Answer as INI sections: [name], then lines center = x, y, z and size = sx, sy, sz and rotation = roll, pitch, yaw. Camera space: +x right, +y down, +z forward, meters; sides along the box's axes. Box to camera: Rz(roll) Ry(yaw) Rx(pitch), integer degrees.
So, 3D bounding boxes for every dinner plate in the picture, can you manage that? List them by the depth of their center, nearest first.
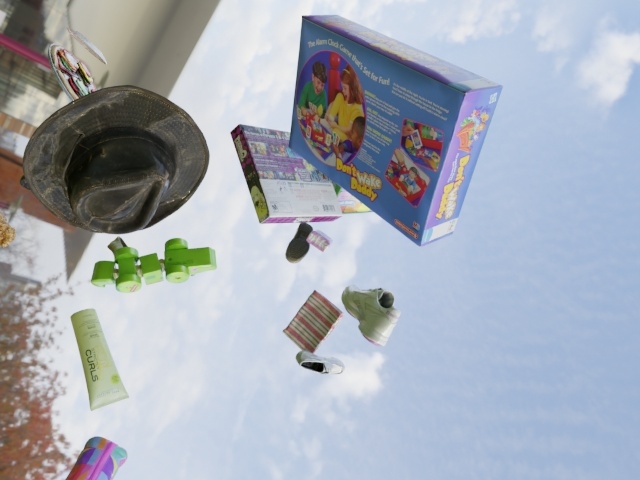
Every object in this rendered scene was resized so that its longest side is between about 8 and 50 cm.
[dinner plate]
center = -0.695, -0.584, 1.488
size = 0.017, 0.141, 0.141
rotation = -52, -143, -6

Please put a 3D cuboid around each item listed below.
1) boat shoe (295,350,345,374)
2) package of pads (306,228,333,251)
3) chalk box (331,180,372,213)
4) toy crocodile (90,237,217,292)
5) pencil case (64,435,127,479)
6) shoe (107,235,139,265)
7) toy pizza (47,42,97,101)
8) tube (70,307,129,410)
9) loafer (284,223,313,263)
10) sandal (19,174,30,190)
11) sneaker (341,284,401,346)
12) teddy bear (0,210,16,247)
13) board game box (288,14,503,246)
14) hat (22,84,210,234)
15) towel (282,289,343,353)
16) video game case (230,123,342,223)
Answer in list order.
[boat shoe]
center = 0.005, 0.419, 1.662
size = 0.066, 0.184, 0.063
rotation = -56, -156, 14
[package of pads]
center = 0.000, 0.000, 1.121
size = 0.032, 0.050, 0.083
rotation = -53, 176, 7
[chalk box]
center = 0.094, -0.182, 1.255
size = 0.179, 0.180, 0.289
rotation = -60, -139, 47
[toy crocodile]
center = -0.459, 0.077, 1.381
size = 0.105, 0.340, 0.115
rotation = 102, -26, -57
[pencil case]
center = -0.465, 0.495, 0.967
size = 0.104, 0.104, 0.236
rotation = -50, -166, 19
[shoe]
center = -0.719, 0.046, 1.828
size = 0.219, 0.076, 0.058
rotation = 31, -101, 41
[toy pizza]
center = -0.600, -0.398, 1.244
size = 0.032, 0.201, 0.201
rotation = -24, -134, 3
[tube]
center = -0.546, 0.286, 1.217
size = 0.070, 0.062, 0.240
rotation = -22, -105, -5
[loafer]
center = -0.055, 0.013, 1.291
size = 0.050, 0.056, 0.148
rotation = -63, -179, 41
[sandal]
center = -0.551, -0.101, 1.075
size = 0.067, 0.179, 0.040
rotation = -20, -127, 28
[sneaker]
center = 0.164, 0.200, 1.545
size = 0.152, 0.114, 0.305
rotation = -57, -154, 9
[teddy bear]
center = -0.915, 0.039, 1.186
size = 0.113, 0.337, 0.245
rotation = 138, -70, -83
[board game box]
center = 0.086, -0.184, 0.776
size = 0.347, 0.078, 0.234
rotation = 43, -43, 37
[hat]
center = -0.358, -0.105, 0.901
size = 0.331, 0.331, 0.134
rotation = -49, -139, 20
[towel]
center = -0.028, 0.290, 1.748
size = 0.144, 0.029, 0.197
rotation = 37, -91, 21
[video game case]
center = -0.067, -0.139, 1.073
size = 0.041, 0.232, 0.210
rotation = -29, -105, 38
